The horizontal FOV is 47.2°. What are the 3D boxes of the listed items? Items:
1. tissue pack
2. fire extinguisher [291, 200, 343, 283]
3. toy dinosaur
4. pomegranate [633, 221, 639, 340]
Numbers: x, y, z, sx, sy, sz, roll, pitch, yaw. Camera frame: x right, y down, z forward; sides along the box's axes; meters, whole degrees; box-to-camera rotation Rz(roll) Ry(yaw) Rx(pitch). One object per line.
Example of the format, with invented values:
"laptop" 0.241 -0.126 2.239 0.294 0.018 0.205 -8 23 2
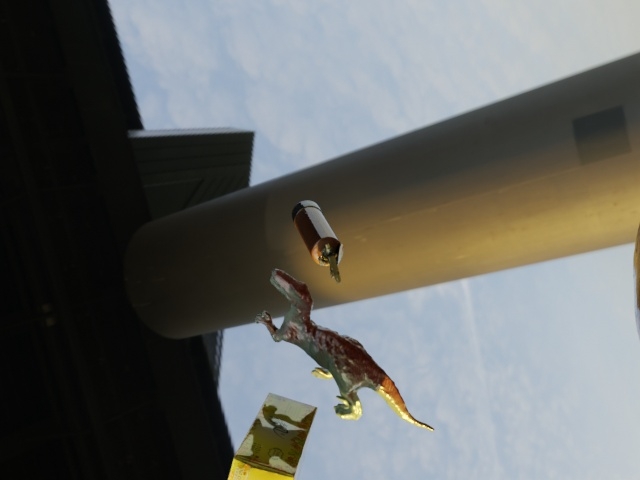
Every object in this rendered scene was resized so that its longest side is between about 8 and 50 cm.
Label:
"tissue pack" -0.051 0.232 0.740 0.176 0.062 0.095 -52 -22 -81
"fire extinguisher" 0.000 0.000 0.498 0.083 0.023 0.028 -120 13 -60
"toy dinosaur" 0.034 0.140 0.831 0.242 0.167 0.053 31 -130 9
"pomegranate" 0.212 0.017 0.280 0.191 0.191 0.191 26 -123 -48
